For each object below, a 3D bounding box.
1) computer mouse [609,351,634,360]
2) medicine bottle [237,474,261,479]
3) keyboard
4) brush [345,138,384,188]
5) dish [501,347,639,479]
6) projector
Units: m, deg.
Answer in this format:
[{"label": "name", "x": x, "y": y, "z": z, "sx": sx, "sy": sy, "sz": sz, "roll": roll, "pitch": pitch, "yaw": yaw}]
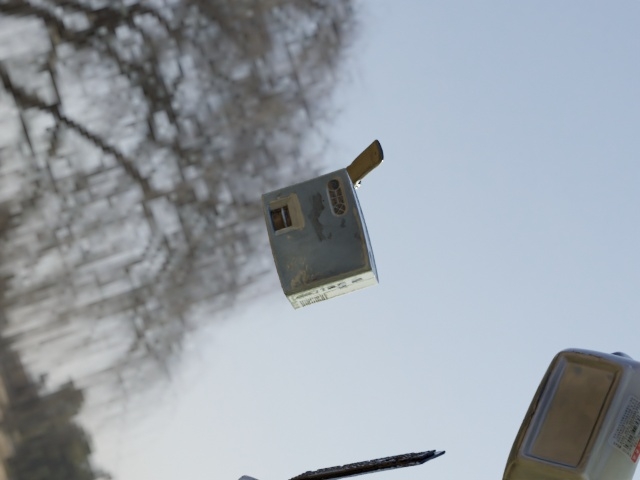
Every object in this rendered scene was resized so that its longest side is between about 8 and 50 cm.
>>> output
[{"label": "computer mouse", "x": 0.354, "y": 0.194, "z": 2.103, "sx": 0.232, "sy": 0.120, "sz": 0.057, "roll": 34, "pitch": 26, "yaw": -57}, {"label": "medicine bottle", "x": -0.027, "y": 0.367, "z": 2.081, "sx": 0.132, "sy": 0.189, "sz": 0.088, "roll": -51, "pitch": 156, "yaw": -53}, {"label": "keyboard", "x": 0.049, "y": 0.270, "z": 1.976, "sx": 0.074, "sy": 0.197, "sz": 0.015, "roll": -4, "pitch": 80, "yaw": -59}, {"label": "brush", "x": 0.055, "y": -0.096, "z": 2.359, "sx": 0.190, "sy": 0.028, "sz": 0.034, "roll": -43, "pitch": -119, "yaw": 62}, {"label": "dish", "x": 0.299, "y": 0.214, "z": 1.923, "sx": 0.151, "sy": 0.212, "sz": 0.077, "roll": 11, "pitch": -28, "yaw": 33}, {"label": "projector", "x": 0.000, "y": 0.000, "z": 2.014, "sx": 0.061, "sy": 0.115, "sz": 0.147, "roll": 64, "pitch": 10, "yaw": -59}]
